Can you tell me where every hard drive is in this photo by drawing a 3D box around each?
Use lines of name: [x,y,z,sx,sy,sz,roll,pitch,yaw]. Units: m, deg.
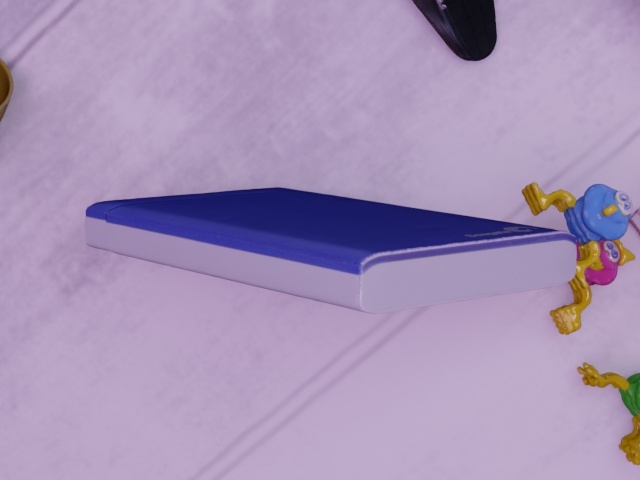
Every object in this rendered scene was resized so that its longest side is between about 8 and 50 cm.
hard drive: [0.000,0.000,1.205,0.319,0.210,0.040,11,103,48]

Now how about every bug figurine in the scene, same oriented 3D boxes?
bug figurine: [0.240,0.069,1.232,0.072,0.216,0.279,-28,91,-7]

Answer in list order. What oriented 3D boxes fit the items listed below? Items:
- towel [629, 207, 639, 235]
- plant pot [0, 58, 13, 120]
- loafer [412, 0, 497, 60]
towel: [0.364,-0.024,1.279,0.197,0.029,0.144,-41,87,19]
plant pot: [-0.342,-0.107,1.405,0.134,0.134,0.095,27,128,9]
loafer: [0.088,-0.221,1.310,0.061,0.062,0.170,-14,105,55]
